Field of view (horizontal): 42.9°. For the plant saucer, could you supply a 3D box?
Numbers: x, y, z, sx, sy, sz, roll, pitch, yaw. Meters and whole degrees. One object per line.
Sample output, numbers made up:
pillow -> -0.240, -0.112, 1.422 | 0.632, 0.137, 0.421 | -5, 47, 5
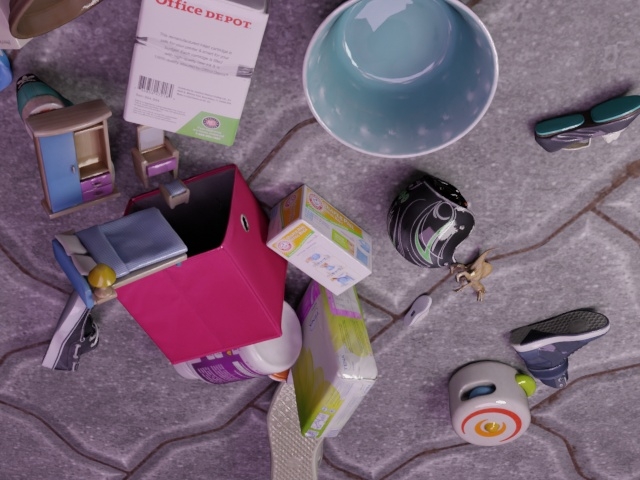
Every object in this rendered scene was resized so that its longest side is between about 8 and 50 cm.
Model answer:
plant saucer -> -0.358, -0.400, 1.229 | 0.278, 0.278, 0.041 | -32, 100, 27

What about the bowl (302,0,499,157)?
bowl -> 0.128, -0.306, 1.349 | 0.312, 0.163, 0.311 | 1, 131, 1

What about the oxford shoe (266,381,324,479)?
oxford shoe -> -0.054, 0.482, 2.096 | 0.169, 0.130, 0.449 | 7, 117, 2

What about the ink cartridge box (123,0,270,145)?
ink cartridge box -> -0.211, -0.318, 1.383 | 0.199, 0.114, 0.272 | 13, 131, -11

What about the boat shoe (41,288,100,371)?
boat shoe -> -0.557, 0.214, 1.879 | 0.102, 0.108, 0.301 | 22, 131, -16

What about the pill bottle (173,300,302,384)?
pill bottle -> -0.197, 0.228, 1.805 | 0.302, 0.169, 0.169 | -20, 130, 42

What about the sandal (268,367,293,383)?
sandal -> 0.005, 0.295, 1.928 | 0.266, 0.076, 0.101 | 2, 97, -7

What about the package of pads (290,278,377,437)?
package of pads -> 0.018, 0.240, 1.751 | 0.101, 0.296, 0.229 | 9, 133, -22

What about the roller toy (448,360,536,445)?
roller toy -> 0.408, 0.404, 1.983 | 0.191, 0.146, 0.209 | 14, 131, -10

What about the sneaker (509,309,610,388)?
sneaker -> 0.572, 0.254, 1.873 | 0.226, 0.086, 0.163 | -18, 118, 30

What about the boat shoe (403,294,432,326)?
boat shoe -> 0.228, 0.160, 1.852 | 0.035, 0.035, 0.100 | 1, 134, -37

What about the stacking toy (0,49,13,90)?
stacking toy -> -0.652, -0.237, 1.347 | 0.166, 0.301, 0.175 | -22, 126, 21

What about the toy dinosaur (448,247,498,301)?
toy dinosaur -> 0.329, 0.064, 1.759 | 0.093, 0.053, 0.183 | -11, 140, -8

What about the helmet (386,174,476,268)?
helmet -> 0.212, -0.029, 1.596 | 0.170, 0.169, 0.161 | 25, 112, -19

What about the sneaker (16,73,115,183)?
sneaker -> -0.474, -0.192, 1.526 | 0.108, 0.121, 0.302 | -26, 149, -8

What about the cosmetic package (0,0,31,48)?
cosmetic package -> -0.552, -0.457, 1.249 | 0.160, 0.113, 0.309 | 6, 134, 25

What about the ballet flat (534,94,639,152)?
ballet flat -> 0.496, -0.206, 1.488 | 0.203, 0.074, 0.074 | -15, 130, 23

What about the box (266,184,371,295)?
box -> 0.000, 0.000, 1.659 | 0.203, 0.114, 0.103 | 36, 125, -28

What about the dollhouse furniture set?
dollhouse furniture set -> -0.326, -0.078, 1.401 | 0.287, 0.303, 0.198 | -22, 143, -27

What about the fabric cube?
fabric cube -> -0.231, 0.050, 1.621 | 0.259, 0.254, 0.258 | -17, 128, 16
